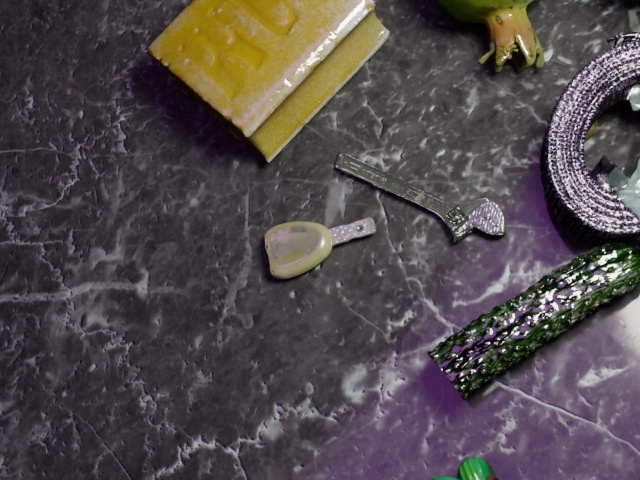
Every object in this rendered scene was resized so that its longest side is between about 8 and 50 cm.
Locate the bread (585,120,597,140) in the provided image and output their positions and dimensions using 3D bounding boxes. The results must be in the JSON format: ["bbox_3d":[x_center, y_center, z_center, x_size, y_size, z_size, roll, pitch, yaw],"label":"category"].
[{"bbox_3d":[0.403,-0.172,1.453,0.088,0.033,0.049,-42,78,-1],"label":"bread"}]

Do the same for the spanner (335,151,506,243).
[{"bbox_3d":[0.160,-0.077,1.503,0.325,0.026,0.093,28,82,24],"label":"spanner"}]

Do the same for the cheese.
[{"bbox_3d":[0.000,0.000,1.522,0.192,0.037,0.097,-17,70,11],"label":"cheese"}]

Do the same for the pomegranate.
[{"bbox_3d":[0.269,-0.426,1.498,0.231,0.231,0.286,9,104,20],"label":"pomegranate"}]

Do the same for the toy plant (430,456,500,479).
[{"bbox_3d":[0.211,0.383,1.301,0.200,0.105,0.143,25,73,34],"label":"toy plant"}]

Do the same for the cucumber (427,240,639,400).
[{"bbox_3d":[0.333,0.104,1.352,0.359,0.096,0.096,-35,66,4],"label":"cucumber"}]

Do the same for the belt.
[{"bbox_3d":[0.474,-0.148,1.366,0.260,0.122,0.325,31,83,12],"label":"belt"}]

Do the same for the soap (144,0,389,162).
[{"bbox_3d":[-0.094,-0.348,1.603,0.335,0.156,0.293,-45,61,-1],"label":"soap"}]
